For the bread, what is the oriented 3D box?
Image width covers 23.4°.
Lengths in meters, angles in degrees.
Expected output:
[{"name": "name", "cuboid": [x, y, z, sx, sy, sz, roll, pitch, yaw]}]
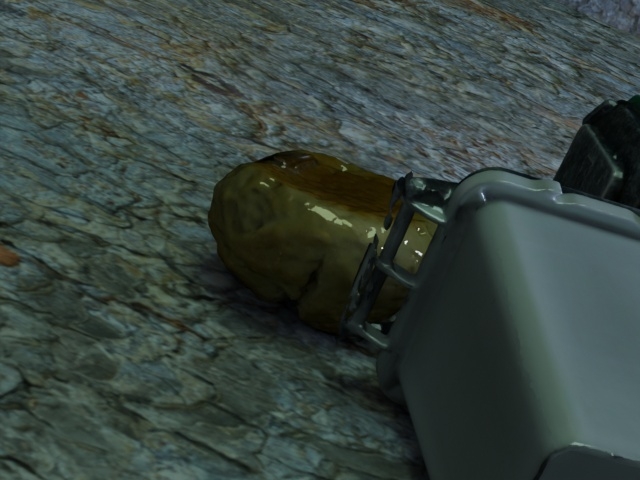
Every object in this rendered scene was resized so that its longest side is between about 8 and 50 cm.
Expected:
[{"name": "bread", "cuboid": [0.000, 0.000, 1.510, 0.244, 0.134, 0.244, 17, 19, -6]}]

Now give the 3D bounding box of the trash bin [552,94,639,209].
[{"name": "trash bin", "cuboid": [0.433, 0.037, 1.650, 0.381, 0.259, 0.295, 19, 21, -11]}]

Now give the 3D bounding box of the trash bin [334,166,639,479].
[{"name": "trash bin", "cuboid": [0.182, 0.129, 1.241, 0.296, 0.256, 0.368, 17, 29, -13]}]
